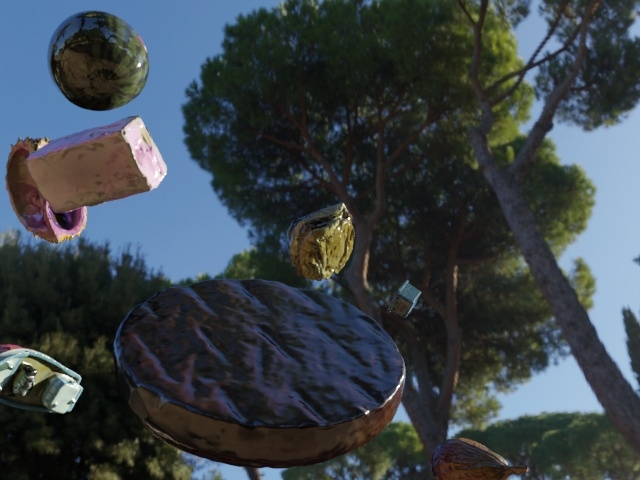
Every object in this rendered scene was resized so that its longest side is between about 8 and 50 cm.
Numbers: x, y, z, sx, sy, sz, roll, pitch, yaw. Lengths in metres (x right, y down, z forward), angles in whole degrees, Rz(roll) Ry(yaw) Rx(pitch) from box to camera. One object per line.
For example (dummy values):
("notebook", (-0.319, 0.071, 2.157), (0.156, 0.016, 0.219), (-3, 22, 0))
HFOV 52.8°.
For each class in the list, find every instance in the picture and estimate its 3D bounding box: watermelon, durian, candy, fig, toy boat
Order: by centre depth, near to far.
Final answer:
("fig", (0.254, 0.391, 1.049), (0.119, 0.119, 0.153), (34, -12, -32))
("watermelon", (-0.466, -0.377, 1.359), (0.212, 0.212, 0.212), (-1, -43, -1))
("candy", (-0.494, -0.167, 1.434), (0.264, 0.116, 0.156), (-12, -64, 16))
("durian", (-0.680, -0.118, 1.573), (0.186, 0.261, 0.154), (-2, -2, 10))
("toy boat", (-0.734, 0.362, 1.642), (0.133, 0.145, 0.332), (22, -16, 28))

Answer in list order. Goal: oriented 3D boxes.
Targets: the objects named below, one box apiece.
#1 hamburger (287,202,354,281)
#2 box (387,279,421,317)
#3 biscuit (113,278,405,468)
("hamburger", (0.000, 0.000, 1.689), (0.129, 0.206, 0.183), (23, -57, 32))
("box", (0.227, 0.160, 1.727), (0.054, 0.099, 0.074), (28, -60, 15))
("biscuit", (-0.084, 0.175, 0.918), (0.407, 0.407, 0.091), (6, -70, -9))
